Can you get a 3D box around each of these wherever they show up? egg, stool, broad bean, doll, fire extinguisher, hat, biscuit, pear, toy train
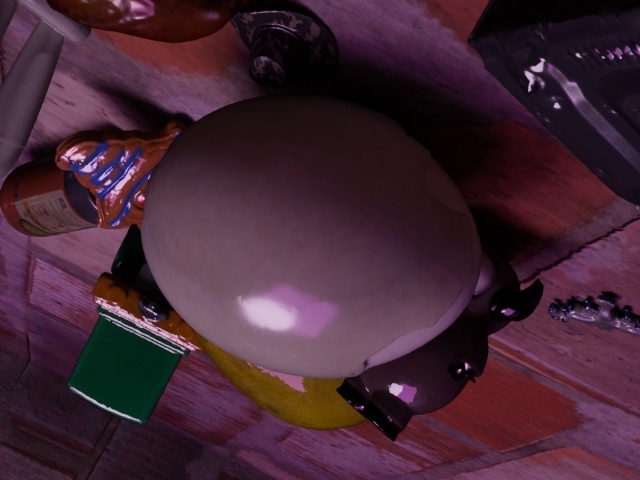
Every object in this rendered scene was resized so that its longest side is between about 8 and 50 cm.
[{"bbox_3d":[0.000,0.000,0.982,0.336,0.278,0.278,20,157,29],"label":"egg"},{"bbox_3d":[-0.359,-0.195,0.972,0.195,0.199,0.195,38,-179,13],"label":"stool"},{"bbox_3d":[-0.172,-0.244,0.846,0.228,0.156,0.122,25,116,18],"label":"broad bean"},{"bbox_3d":[0.127,0.094,1.100,0.117,0.257,0.182,40,176,-37],"label":"doll"},{"bbox_3d":[-0.353,-0.050,1.446,0.376,0.113,0.200,-4,144,49],"label":"fire extinguisher"},{"bbox_3d":[-0.042,-0.174,0.948,0.121,0.050,0.121,21,159,8],"label":"hat"},{"bbox_3d":[-0.192,-0.067,1.235,0.280,0.043,0.183,21,127,-27],"label":"biscuit"},{"bbox_3d":[-0.015,0.107,1.258,0.307,0.253,0.253,28,158,-20],"label":"pear"},{"bbox_3d":[-0.243,0.117,1.456,0.178,0.249,0.429,27,180,-4],"label":"toy train"}]

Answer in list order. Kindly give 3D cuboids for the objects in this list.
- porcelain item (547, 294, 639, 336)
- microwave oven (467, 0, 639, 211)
[{"bbox_3d":[0.331,0.085,1.155,0.136,0.021,0.075,15,155,24],"label":"porcelain item"},{"bbox_3d":[0.262,-0.118,0.537,0.237,0.181,0.295,36,165,-26],"label":"microwave oven"}]
